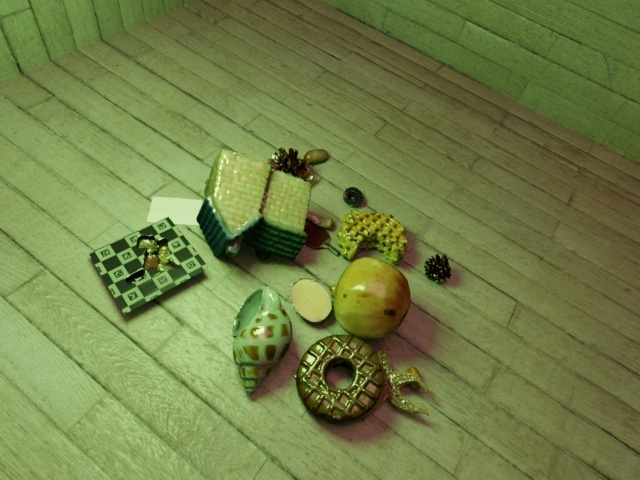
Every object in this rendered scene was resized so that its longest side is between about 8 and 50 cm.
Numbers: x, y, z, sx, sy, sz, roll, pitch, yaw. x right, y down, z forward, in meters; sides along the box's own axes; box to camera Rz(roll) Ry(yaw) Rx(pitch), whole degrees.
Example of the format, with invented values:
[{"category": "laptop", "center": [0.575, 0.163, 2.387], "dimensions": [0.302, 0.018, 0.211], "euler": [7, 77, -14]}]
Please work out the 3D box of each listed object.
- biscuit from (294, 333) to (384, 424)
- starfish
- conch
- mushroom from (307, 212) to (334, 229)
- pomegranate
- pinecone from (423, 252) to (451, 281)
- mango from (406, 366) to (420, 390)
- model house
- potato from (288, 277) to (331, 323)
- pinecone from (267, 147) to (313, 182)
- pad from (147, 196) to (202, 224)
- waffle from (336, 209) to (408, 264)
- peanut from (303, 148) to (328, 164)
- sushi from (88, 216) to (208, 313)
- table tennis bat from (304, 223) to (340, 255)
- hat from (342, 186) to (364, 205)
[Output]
[{"category": "biscuit", "center": [0.075, 0.506, 1.566], "dimensions": [0.331, 0.103, 0.333], "euler": [-1, 55, 1]}, {"category": "starfish", "center": [0.245, 0.567, 1.613], "dimensions": [0.302, 0.060, 0.299], "euler": [-22, 62, -13]}, {"category": "conch", "center": [-0.227, 0.364, 1.581], "dimensions": [0.249, 0.197, 0.368], "euler": [3, 48, 38]}, {"category": "mushroom", "center": [-0.029, -0.106, 2.048], "dimensions": [0.201, 0.055, 0.059], "euler": [20, 16, 11]}, {"category": "pomegranate", "center": [0.183, 0.228, 1.695], "dimensions": [0.341, 0.343, 0.343], "euler": [6, 53, -8]}, {"category": "pinecone", "center": [0.538, 0.128, 1.958], "dimensions": [0.120, 0.140, 0.140], "euler": [-10, 50, 21]}, {"category": "mango", "center": [0.367, 0.542, 1.666], "dimensions": [0.059, 0.046, 0.089], "euler": [-8, 61, -18]}, {"category": "model house", "center": [-0.299, -0.086, 1.823], "dimensions": [0.444, 0.395, 0.401], "euler": [16, 67, -22]}, {"category": "potato", "center": [-0.045, 0.256, 1.769], "dimensions": [0.164, 0.081, 0.200], "euler": [-37, 73, -18]}, {"category": "pinecone", "center": [-0.162, -0.354, 2.117], "dimensions": [0.228, 0.201, 0.203], "euler": [-32, 49, -3]}, {"category": "pad", "center": [-0.670, -0.137, 1.964], "dimensions": [0.231, 0.004, 0.157], "euler": [3, 54, -10]}, {"category": "waffle", "center": [0.244, -0.010, 1.980], "dimensions": [0.323, 0.151, 0.262], "euler": [8, 55, -11]}, {"category": "peanut", "center": [-0.022, -0.453, 2.292], "dimensions": [0.152, 0.076, 0.076], "euler": [-18, 60, -29]}, {"category": "sushi", "center": [-0.701, 0.101, 1.749], "dimensions": [0.359, 0.064, 0.343], "euler": [-31, 62, -28]}, {"category": "table tennis bat", "center": [0.000, 0.000, 2.000], "dimensions": [0.220, 0.019, 0.130], "euler": [36, 54, 16]}, {"category": "hat", "center": [0.167, -0.216, 2.172], "dimensions": [0.121, 0.050, 0.121], "euler": [4, 59, -7]}]
